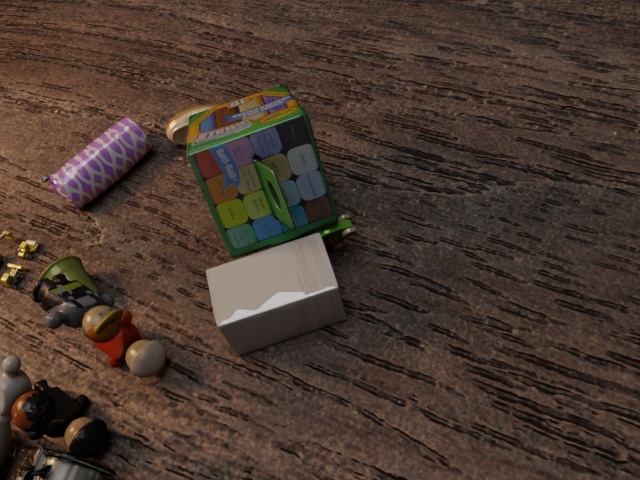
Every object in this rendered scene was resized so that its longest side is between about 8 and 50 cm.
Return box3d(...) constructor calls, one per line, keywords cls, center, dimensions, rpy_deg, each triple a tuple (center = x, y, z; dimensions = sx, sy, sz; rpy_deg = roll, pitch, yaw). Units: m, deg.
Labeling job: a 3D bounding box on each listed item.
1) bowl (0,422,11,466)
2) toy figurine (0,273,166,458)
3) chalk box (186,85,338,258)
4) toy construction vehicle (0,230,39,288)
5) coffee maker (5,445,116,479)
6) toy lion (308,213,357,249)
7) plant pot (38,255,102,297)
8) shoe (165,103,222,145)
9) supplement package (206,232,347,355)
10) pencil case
box3d(cls="bowl", center=(-0.497, 0.309, 0.813), dimensions=(0.142, 0.053, 0.142), rpy_deg=(-14, 52, 27))
box3d(cls="toy figurine", center=(-0.337, 0.175, 0.795), dimensions=(0.148, 0.210, 0.213), rpy_deg=(29, 67, 20))
box3d(cls="chalk box", center=(-0.090, -0.104, 0.886), dimensions=(0.179, 0.180, 0.289), rpy_deg=(-19, 26, -1))
box3d(cls="toy construction vehicle", center=(-0.561, 0.031, 1.041), dimensions=(0.085, 0.035, 0.098), rpy_deg=(12, 60, 18))
box3d(cls="coffee maker", center=(-0.367, 0.367, 0.741), dimensions=(0.171, 0.120, 0.178), rpy_deg=(-25, 40, 47))
box3d(cls="toy lion", center=(0.000, 0.000, 0.916), dimensions=(0.096, 0.100, 0.034), rpy_deg=(-18, 75, -18))
box3d(cls="plant pot", center=(-0.405, 0.082, 0.958), dimensions=(0.079, 0.083, 0.083), rpy_deg=(38, 70, 16))
box3d(cls="shoe", center=(-0.190, -0.219, 1.111), dimensions=(0.218, 0.077, 0.058), rpy_deg=(-11, 50, 1))
box3d(cls="supplement package", center=(-0.064, 0.081, 0.866), dimensions=(0.179, 0.105, 0.105), rpy_deg=(-18, 55, -2))
box3d(cls="pencil case", center=(-0.419, -0.148, 1.109), dimensions=(0.206, 0.086, 0.088), rpy_deg=(-44, 32, -19))
